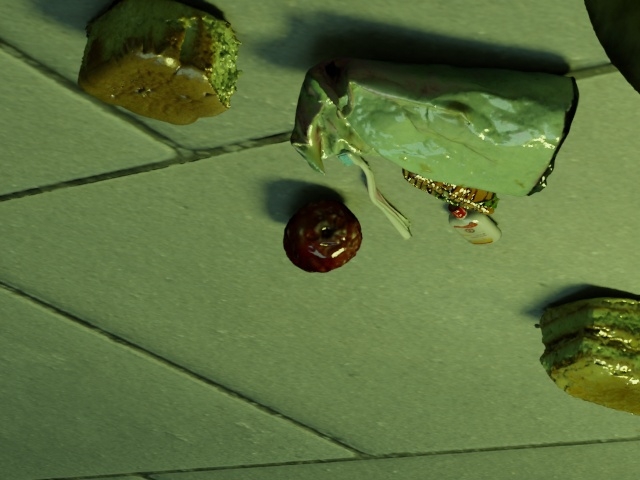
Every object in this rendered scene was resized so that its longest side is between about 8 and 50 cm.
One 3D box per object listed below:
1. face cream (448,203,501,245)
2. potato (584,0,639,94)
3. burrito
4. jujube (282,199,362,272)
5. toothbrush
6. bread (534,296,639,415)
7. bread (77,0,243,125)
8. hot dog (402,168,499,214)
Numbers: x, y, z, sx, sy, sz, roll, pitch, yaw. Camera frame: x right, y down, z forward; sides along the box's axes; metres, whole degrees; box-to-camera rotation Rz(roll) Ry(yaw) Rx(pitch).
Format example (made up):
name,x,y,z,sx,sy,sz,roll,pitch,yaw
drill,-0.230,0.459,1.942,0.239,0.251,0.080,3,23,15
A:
name,x,y,z,sx,sy,sz,roll,pitch,yaw
face cream,0.153,-0.019,1.853,0.040,0.021,0.083,-5,155,28
potato,0.286,-0.195,1.193,0.112,0.269,0.255,20,-177,-31
burrito,0.095,-0.106,1.562,0.228,0.089,0.144,10,145,-7
jujube,0.000,0.000,1.884,0.077,0.077,0.129,11,165,-8
toothbrush,0.059,-0.046,1.822,0.022,0.017,0.204,-12,153,18
bread,0.354,0.132,2.066,0.196,0.102,0.138,16,155,-17
bread,-0.132,-0.151,1.543,0.128,0.069,0.140,17,158,-27
hot dog,0.125,-0.052,1.755,0.122,0.037,0.049,25,157,-34
